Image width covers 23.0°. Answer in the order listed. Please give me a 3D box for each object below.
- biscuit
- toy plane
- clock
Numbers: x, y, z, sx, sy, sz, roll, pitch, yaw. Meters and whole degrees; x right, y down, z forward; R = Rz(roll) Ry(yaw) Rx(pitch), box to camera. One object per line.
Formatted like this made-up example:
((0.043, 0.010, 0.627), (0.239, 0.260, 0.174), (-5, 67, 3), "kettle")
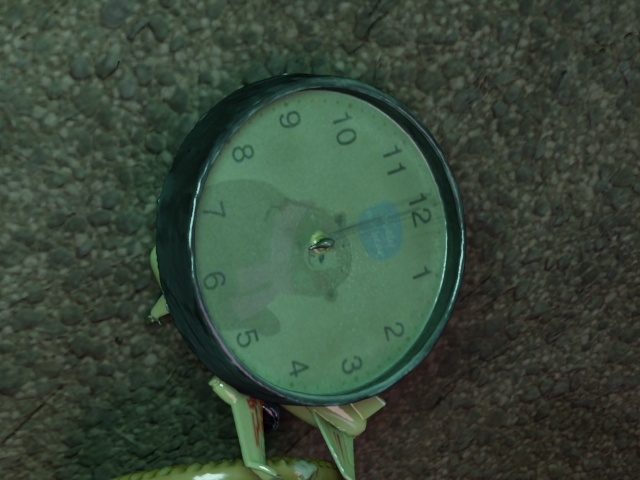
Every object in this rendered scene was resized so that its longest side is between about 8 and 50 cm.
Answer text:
((-0.090, 0.247, 1.419), (0.259, 0.079, 0.259), (-6, 163, -2), "biscuit")
((-0.051, 0.095, 1.368), (0.256, 0.242, 0.104), (35, 129, -7), "toy plane")
((0.000, 0.000, 1.294), (0.280, 0.055, 0.281), (0, 90, -31), "clock")
